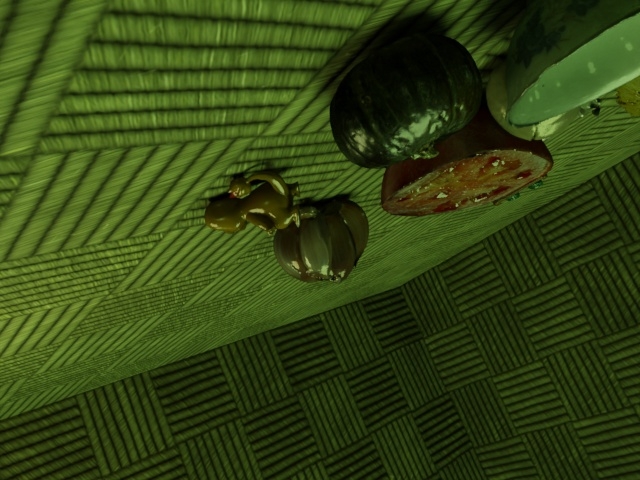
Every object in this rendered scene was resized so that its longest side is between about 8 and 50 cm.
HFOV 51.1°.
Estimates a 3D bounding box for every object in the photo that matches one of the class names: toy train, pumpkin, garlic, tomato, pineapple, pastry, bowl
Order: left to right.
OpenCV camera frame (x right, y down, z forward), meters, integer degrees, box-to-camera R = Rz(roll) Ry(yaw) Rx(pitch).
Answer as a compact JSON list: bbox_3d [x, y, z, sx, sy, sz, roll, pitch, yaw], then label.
[{"bbox_3d":[0.000,0.000,1.509,0.160,0.191,0.214,-2,-166,32],"label":"garlic"},{"bbox_3d":[0.117,-0.183,0.912,0.223,0.157,0.223,-27,180,0],"label":"pumpkin"},{"bbox_3d":[0.269,-0.161,1.297,0.338,0.144,0.338,-9,166,-2],"label":"tomato"},{"bbox_3d":[0.560,-0.183,1.956,0.136,0.091,0.227,4,153,-45],"label":"toy train"},{"bbox_3d":[0.357,-0.247,1.114,0.156,0.156,0.092,-27,164,16],"label":"pastry"},{"bbox_3d":[0.366,-0.299,0.914,0.313,0.146,0.313,-24,169,-5],"label":"bowl"},{"bbox_3d":[0.727,-0.381,1.430,0.164,0.139,0.250,-64,-173,-3],"label":"pineapple"}]

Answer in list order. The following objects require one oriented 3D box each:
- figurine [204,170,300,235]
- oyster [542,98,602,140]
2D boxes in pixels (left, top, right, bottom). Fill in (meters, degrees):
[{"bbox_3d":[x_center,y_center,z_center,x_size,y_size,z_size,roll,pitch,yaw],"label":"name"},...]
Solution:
[{"bbox_3d":[-0.126,-0.065,1.156,0.176,0.121,0.122,-17,142,15],"label":"figurine"},{"bbox_3d":[0.432,-0.274,1.310,0.201,0.107,0.354,7,167,-20],"label":"oyster"}]
